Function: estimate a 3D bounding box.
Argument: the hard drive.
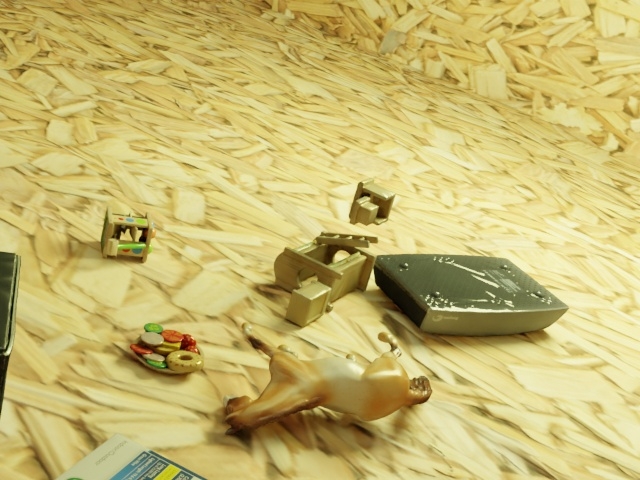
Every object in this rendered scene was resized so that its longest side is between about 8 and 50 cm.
[{"bbox_3d":[0.212,0.077,1.343,0.255,0.054,0.172,2,26,-31],"label":"hard drive"}]

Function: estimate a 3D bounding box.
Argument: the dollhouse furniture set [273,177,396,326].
[{"bbox_3d":[0.000,0.000,1.241,0.101,0.161,0.182,25,23,22],"label":"dollhouse furniture set"}]

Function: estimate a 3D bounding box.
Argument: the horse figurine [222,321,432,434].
[{"bbox_3d":[0.017,0.152,1.025,0.263,0.066,0.174,7,18,-14],"label":"horse figurine"}]

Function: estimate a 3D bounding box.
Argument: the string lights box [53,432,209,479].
[{"bbox_3d":[-0.087,0.255,0.694,0.260,0.076,0.133,22,22,15],"label":"string lights box"}]

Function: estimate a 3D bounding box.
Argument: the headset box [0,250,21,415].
[{"bbox_3d":[-0.326,0.125,0.570,0.246,0.283,0.131,9,23,-19],"label":"headset box"}]

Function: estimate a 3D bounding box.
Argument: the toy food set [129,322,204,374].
[{"bbox_3d":[-0.168,0.121,1.029,0.082,0.020,0.083,13,23,-8],"label":"toy food set"}]

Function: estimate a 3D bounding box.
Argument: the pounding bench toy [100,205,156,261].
[{"bbox_3d":[-0.249,-0.001,1.219,0.065,0.052,0.083,8,24,-19],"label":"pounding bench toy"}]
